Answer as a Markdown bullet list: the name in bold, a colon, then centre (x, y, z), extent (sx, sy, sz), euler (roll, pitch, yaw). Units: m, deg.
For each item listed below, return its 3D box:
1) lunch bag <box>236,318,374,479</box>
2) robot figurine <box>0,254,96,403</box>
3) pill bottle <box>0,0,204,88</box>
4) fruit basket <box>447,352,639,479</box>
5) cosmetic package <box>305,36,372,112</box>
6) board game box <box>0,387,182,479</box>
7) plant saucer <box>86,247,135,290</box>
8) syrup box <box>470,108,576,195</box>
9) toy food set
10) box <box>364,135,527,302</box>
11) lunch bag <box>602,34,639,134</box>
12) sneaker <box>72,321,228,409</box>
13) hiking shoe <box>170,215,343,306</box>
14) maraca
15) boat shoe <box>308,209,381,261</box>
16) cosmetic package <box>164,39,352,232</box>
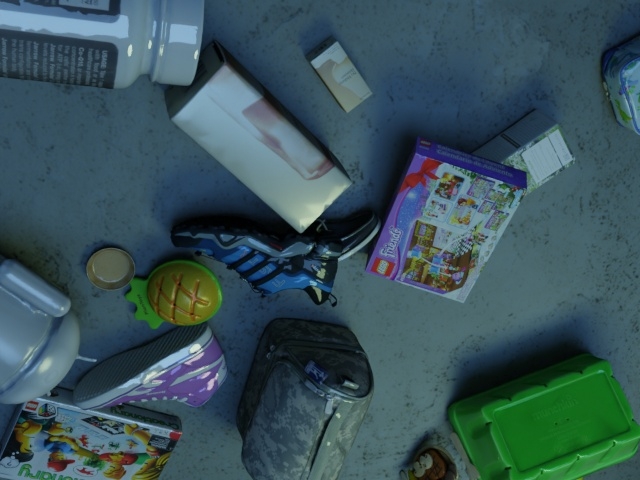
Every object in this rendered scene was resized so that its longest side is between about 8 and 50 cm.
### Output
- **lunch bag**: centre (-0.023, 0.328, 1.557), extent (0.212, 0.256, 0.305), euler (12, 111, -21)
- **robot figurine**: centre (-0.541, 0.133, 1.341), extent (0.300, 0.200, 0.353), euler (-28, 124, 30)
- **pill bottle**: centre (-0.357, -0.323, 1.168), extent (0.361, 0.204, 0.204), euler (4, 114, -18)
- **fruit basket**: centre (0.488, 0.433, 1.802), extent (0.392, 0.283, 0.392), euler (-19, 162, -6)
- **cosmetic package**: centre (0.032, -0.280, 1.396), extent (0.060, 0.041, 0.115), euler (-39, 119, 4)
- **board game box**: centre (-0.445, 0.395, 1.583), extent (0.305, 0.053, 0.193), euler (20, 109, -24)
- **plant saucer**: centre (-0.370, 0.048, 1.455), extent (0.083, 0.015, 0.083), euler (-6, 116, -12)
- **syrup box**: centre (0.340, -0.130, 1.528), extent (0.237, 0.096, 0.093), euler (-34, 118, 5)
- **toy food set**: centre (0.243, 0.507, 1.774), extent (0.038, 0.132, 0.192), euler (12, 131, -43)
- **box**: centre (0.218, -0.030, 1.479), extent (0.201, 0.057, 0.293), euler (18, 131, -3)
- **lunch bag**: centre (0.642, -0.308, 1.533), extent (0.219, 0.090, 0.176), euler (-31, 119, 0)
- **sneaker**: centre (-0.307, 0.278, 1.541), extent (0.282, 0.102, 0.161), euler (-23, 123, -4)
- **hiking shoe**: centre (-0.117, 0.036, 1.417), extent (0.304, 0.113, 0.132), euler (9, 103, 9)
- **maraca**: centre (-0.261, 0.098, 1.469), extent (0.185, 0.099, 0.127), euler (-15, 105, 18)
- **boat shoe**: centre (0.000, 0.000, 1.501), extent (0.233, 0.084, 0.079), euler (-25, 118, 1)
- **cosmetic package**: centre (-0.102, -0.169, 1.350), extent (0.129, 0.153, 0.296), euler (-43, 120, 8)
